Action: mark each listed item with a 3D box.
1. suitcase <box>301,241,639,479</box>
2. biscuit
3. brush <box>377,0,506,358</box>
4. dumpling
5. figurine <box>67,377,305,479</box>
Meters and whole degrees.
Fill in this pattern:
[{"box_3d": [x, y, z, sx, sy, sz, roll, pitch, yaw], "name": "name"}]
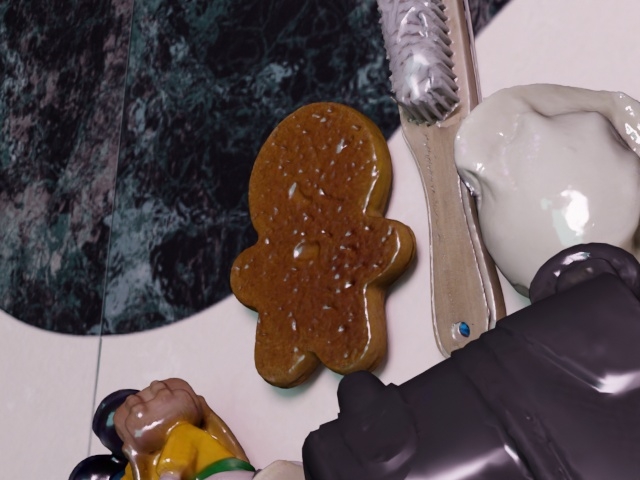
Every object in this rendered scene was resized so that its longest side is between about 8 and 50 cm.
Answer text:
[{"box_3d": [0.151, 0.225, 0.456, 0.188, 0.345, 0.339, -26, 43, -1], "name": "suitcase"}, {"box_3d": [0.000, 0.000, 0.854, 0.179, 0.039, 0.236, -12, 71, 36], "name": "biscuit"}, {"box_3d": [0.087, -0.071, 0.794, 0.070, 0.065, 0.328, -16, 71, 30], "name": "brush"}, {"box_3d": [0.175, -0.031, 0.706, 0.150, 0.092, 0.176, -41, 52, 5], "name": "dumpling"}, {"box_3d": [-0.061, 0.224, 0.789, 0.332, 0.204, 0.185, 26, 97, 66], "name": "figurine"}]
